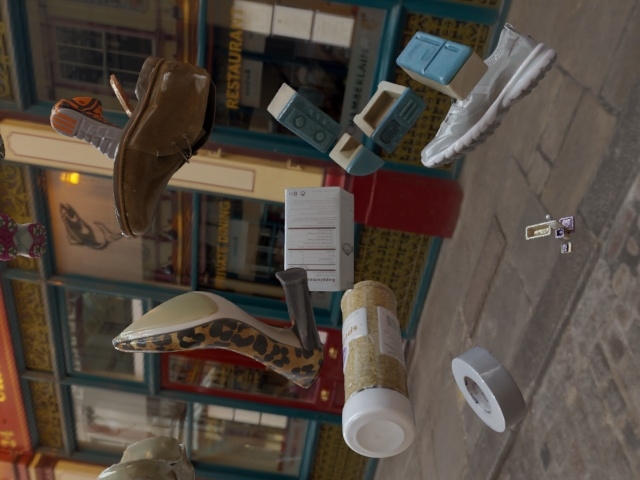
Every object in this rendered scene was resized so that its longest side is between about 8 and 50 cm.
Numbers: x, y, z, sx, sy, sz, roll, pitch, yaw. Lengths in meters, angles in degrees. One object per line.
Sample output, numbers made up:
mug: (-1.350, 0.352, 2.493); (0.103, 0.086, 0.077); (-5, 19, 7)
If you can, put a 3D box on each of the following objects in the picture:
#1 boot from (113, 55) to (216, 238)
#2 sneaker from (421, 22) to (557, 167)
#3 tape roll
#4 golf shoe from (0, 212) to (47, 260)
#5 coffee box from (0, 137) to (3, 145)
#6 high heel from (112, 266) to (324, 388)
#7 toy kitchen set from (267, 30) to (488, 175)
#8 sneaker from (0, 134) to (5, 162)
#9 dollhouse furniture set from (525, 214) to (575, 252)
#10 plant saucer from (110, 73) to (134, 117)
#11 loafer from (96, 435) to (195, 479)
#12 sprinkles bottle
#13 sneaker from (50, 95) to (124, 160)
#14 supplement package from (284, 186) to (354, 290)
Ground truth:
boot: (-0.243, -0.147, 0.919); (0.112, 0.115, 0.306); (87, -168, -76)
sneaker: (0.272, -0.246, 1.024); (0.281, 0.115, 0.105); (-47, -14, 22)
tape roll: (0.444, 0.393, 1.549); (0.219, 0.072, 0.219); (56, 166, 22)
golf shoe: (-0.829, -0.006, 1.490); (0.306, 0.140, 0.116); (78, -165, -83)
coffee box: (-0.579, -0.179, 0.732); (0.297, 0.118, 0.168); (67, -148, -47)
high heel: (-0.122, 0.154, 0.770); (0.093, 0.261, 0.186); (-127, 25, -61)
toy kitchen set: (0.066, -0.190, 0.726); (0.207, 0.166, 0.122); (-53, 37, 9)
sneaker: (-0.617, -0.135, 0.994); (0.071, 0.188, 0.066); (69, -170, 21)
dollhouse furniture set: (0.505, -0.015, 1.329); (0.114, 0.081, 0.091); (-16, 60, 50)
plant saucer: (-0.344, -0.248, 1.018); (0.084, 0.013, 0.083); (59, 172, 14)
loafer: (-0.231, 0.309, 0.771); (0.269, 0.101, 0.092); (92, 159, -66)
sprinkles bottle: (0.100, 0.223, 1.093); (0.355, 0.121, 0.121); (-88, 5, -58)
sneaker: (-0.721, -0.385, 1.948); (0.124, 0.321, 0.180); (-46, 33, 25)
supplement package: (0.000, 0.000, 1.047); (0.105, 0.105, 0.180); (10, -100, -74)
